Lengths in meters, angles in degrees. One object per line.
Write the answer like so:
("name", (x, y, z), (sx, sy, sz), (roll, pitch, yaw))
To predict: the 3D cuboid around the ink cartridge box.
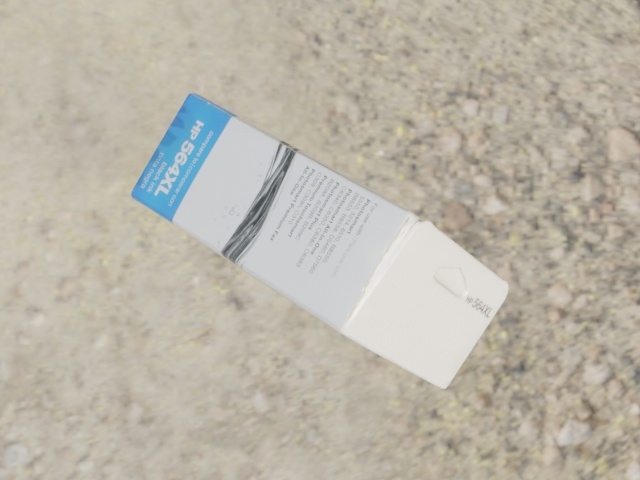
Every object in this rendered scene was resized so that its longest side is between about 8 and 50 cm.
("ink cartridge box", (0.000, 0.000, 0.884), (0.203, 0.148, 0.086), (32, 90, 37))
